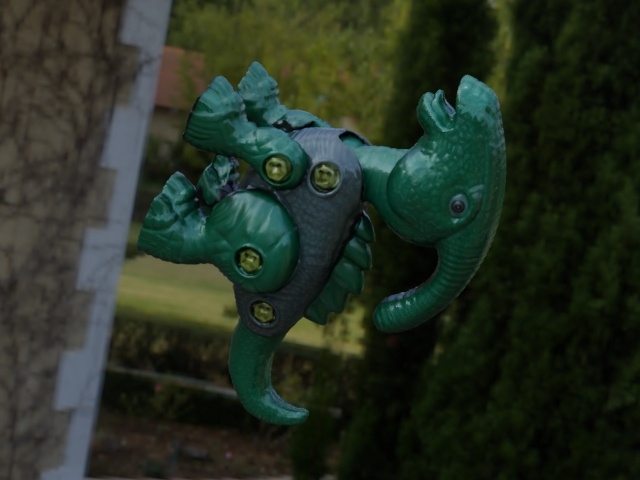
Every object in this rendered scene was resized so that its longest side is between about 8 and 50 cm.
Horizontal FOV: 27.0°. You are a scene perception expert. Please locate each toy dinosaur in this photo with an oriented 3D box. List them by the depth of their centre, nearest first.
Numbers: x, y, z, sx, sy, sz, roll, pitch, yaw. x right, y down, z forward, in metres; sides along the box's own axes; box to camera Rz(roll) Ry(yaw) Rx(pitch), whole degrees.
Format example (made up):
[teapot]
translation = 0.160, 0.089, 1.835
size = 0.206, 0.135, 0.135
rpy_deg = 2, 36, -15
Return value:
[toy dinosaur]
translation = 0.000, 0.000, 0.413
size = 0.096, 0.132, 0.059
rpy_deg = 27, 23, 11
